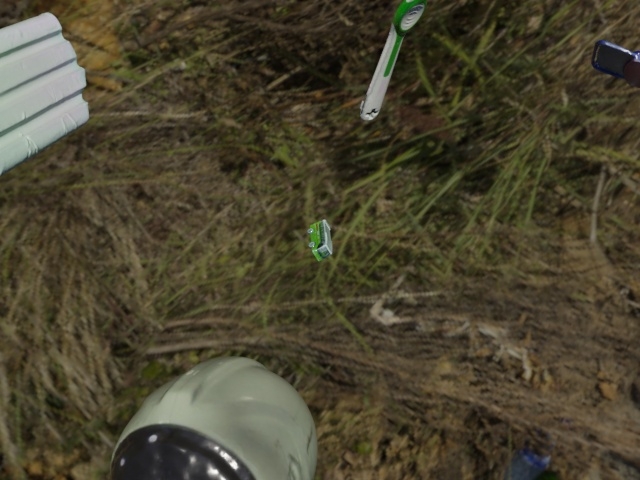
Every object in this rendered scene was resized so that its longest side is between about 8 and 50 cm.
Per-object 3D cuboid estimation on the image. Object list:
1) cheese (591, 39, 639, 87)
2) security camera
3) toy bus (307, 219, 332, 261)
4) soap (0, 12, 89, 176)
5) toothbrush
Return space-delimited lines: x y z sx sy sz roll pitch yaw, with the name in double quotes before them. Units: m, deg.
"cheese" 0.404 -0.154 0.928 0.244 0.155 0.062 27 85 17
"security camera" -0.072 0.233 0.734 0.197 0.191 0.277 1 108 26
"toy bus" 0.000 0.000 1.565 0.037 0.083 0.031 -23 124 12
"soap" -0.445 -0.199 1.233 0.095 0.289 0.172 -18 109 25
"toothbrush" 0.122 -0.310 1.231 0.040 0.042 0.418 60 151 28
